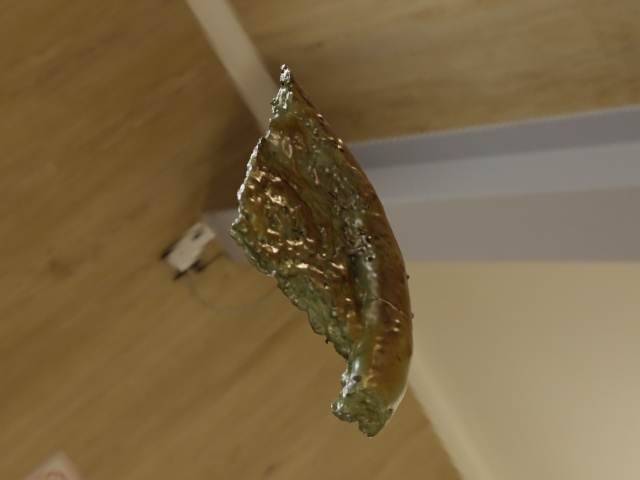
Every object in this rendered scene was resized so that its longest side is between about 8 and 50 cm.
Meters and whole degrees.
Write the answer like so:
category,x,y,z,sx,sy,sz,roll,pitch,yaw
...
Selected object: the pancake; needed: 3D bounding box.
category,x,y,z,sx,sy,sz,roll,pitch,yaw
pancake,0.004,-0.003,1.260,0.054,0.197,0.376,-42,-123,36
